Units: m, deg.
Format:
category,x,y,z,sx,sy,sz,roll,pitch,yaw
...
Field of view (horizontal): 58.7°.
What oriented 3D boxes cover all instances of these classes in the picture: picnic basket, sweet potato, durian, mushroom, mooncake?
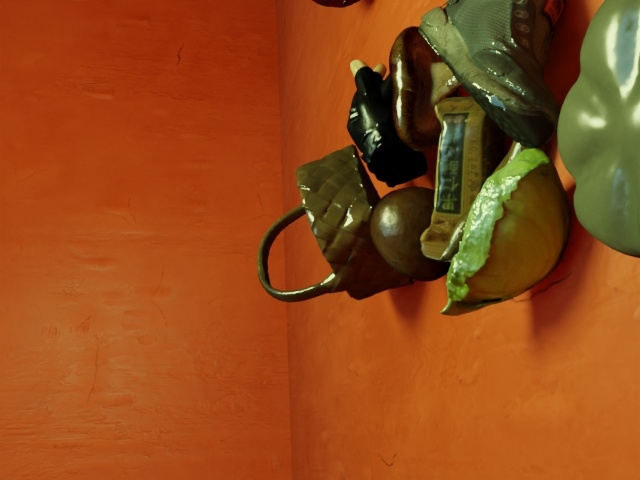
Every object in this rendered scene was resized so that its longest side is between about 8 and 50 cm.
category,x,y,z,sx,sy,sz,roll,pitch,yaw
picnic basket,0.000,0.000,1.239,0.293,0.337,0.337,-101,18,-46
sweet potato,0.253,-0.069,0.799,0.249,0.069,0.059,-58,44,12
durian,0.243,0.001,0.746,0.101,0.139,0.250,-96,14,-53
mushroom,0.222,-0.282,0.965,0.217,0.148,0.227,-15,83,58
mooncake,0.312,-0.100,0.475,0.275,0.135,0.275,177,90,-79

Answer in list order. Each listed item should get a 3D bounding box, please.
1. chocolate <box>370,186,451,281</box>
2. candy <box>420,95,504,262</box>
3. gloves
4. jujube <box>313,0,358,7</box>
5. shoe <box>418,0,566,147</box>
category,x,y,z,sx,sy,sz,roll,pitch,yaw
chocolate,0.176,-0.010,1.010,0.177,0.176,0.177,-179,90,-77
candy,0.227,-0.088,0.882,0.143,0.101,0.271,8,103,34
gloves,0.128,-0.255,1.140,0.152,0.197,0.301,-16,49,40
jujube,0.062,-0.795,1.447,0.377,0.258,0.258,96,168,-47
shoe,0.256,-0.257,0.739,0.171,0.132,0.336,-41,36,21
